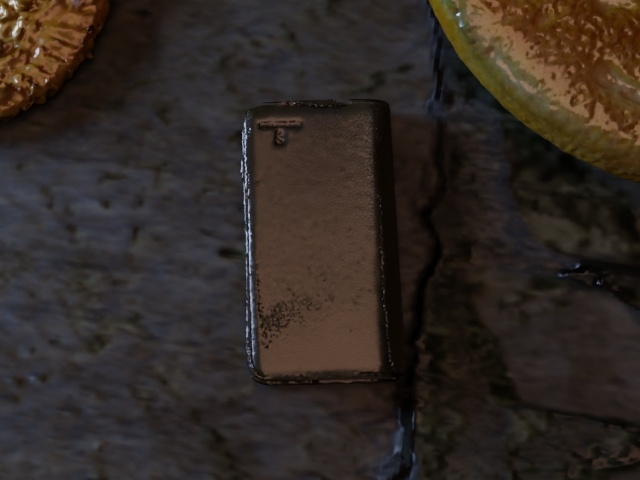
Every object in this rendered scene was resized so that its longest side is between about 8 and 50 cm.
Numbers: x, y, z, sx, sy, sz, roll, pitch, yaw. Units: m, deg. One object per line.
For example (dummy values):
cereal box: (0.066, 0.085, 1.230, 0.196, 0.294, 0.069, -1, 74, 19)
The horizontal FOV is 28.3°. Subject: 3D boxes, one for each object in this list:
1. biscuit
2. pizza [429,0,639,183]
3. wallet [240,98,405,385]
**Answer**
biscuit: (-0.271, -0.197, 0.915, 0.254, 0.035, 0.254, 0, 78, -1)
pizza: (0.223, -0.155, 0.895, 0.290, 0.081, 0.228, 25, 80, 0)
wallet: (0.000, 0.000, 0.882, 0.110, 0.031, 0.198, -2, 77, -1)
